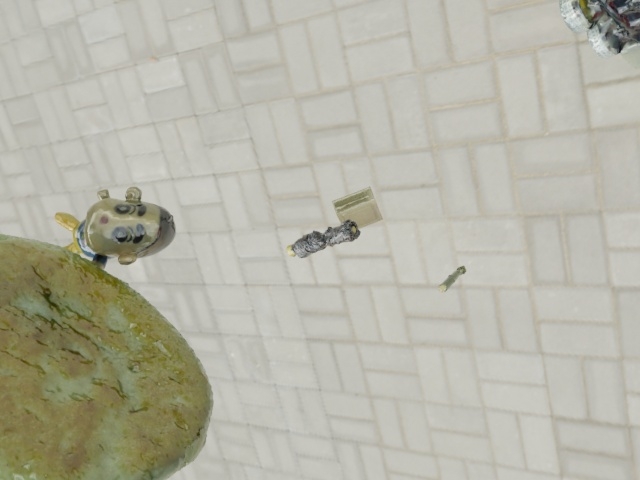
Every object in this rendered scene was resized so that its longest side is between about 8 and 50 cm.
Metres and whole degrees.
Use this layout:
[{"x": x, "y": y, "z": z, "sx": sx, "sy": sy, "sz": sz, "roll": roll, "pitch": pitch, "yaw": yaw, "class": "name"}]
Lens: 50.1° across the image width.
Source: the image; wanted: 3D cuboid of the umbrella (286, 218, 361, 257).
[{"x": 0.000, "y": 0.000, "z": 1.114, "sx": 0.144, "sy": 0.037, "sz": 0.040, "roll": -19, "pitch": 134, "yaw": 38, "class": "umbrella"}]

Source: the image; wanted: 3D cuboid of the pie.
[{"x": -0.238, "y": 0.115, "z": 0.610, "sx": 0.323, "sy": 0.323, "sz": 0.070, "roll": 40, "pitch": 115, "yaw": 11, "class": "pie"}]

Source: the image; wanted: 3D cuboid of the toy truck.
[{"x": 0.288, "y": -0.206, "z": 0.571, "sx": 0.227, "sy": 0.114, "sz": 0.098, "roll": 27, "pitch": 151, "yaw": -32, "class": "toy truck"}]

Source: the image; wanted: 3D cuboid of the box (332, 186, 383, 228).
[{"x": 0.072, "y": -0.056, "z": 1.304, "sx": 0.079, "sy": 0.083, "sz": 0.035, "roll": -21, "pitch": 58, "yaw": 5, "class": "box"}]

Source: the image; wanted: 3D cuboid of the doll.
[{"x": -0.239, "y": -0.011, "z": 0.774, "sx": 0.179, "sy": 0.089, "sz": 0.102, "roll": -9, "pitch": 74, "yaw": 24, "class": "doll"}]

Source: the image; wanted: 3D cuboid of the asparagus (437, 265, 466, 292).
[{"x": 0.212, "y": 0.059, "z": 1.091, "sx": 0.015, "sy": 0.127, "sz": 0.018, "roll": 41, "pitch": 116, "yaw": 13, "class": "asparagus"}]
